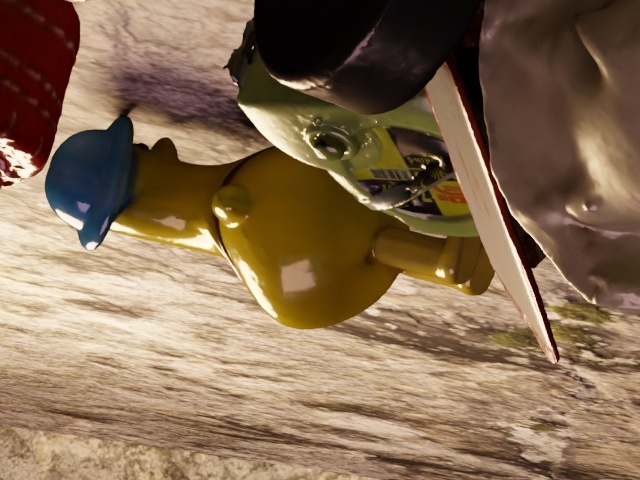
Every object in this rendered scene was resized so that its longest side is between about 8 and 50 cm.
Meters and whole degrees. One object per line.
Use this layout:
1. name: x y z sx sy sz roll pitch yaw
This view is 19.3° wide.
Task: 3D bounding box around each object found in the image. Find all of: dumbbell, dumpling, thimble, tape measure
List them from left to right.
1. thimble: -0.251 -0.120 1.219 0.163 0.125 0.189 -3 159 44
2. dumbbell: -0.039 -0.161 0.871 0.218 0.152 0.152 19 163 -28
3. tape measure: 0.070 -0.079 1.180 0.200 0.106 0.175 -3 144 34
4. dumpling: 0.171 -0.089 0.879 0.193 0.258 0.147 26 -164 5

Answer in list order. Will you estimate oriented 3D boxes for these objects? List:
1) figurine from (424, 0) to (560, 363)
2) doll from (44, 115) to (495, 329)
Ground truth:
1. figurine: 0.185 -0.075 1.020 0.226 0.183 0.160 -22 -158 1
2. doll: -0.047 -0.013 1.443 0.363 0.145 0.199 13 171 22
